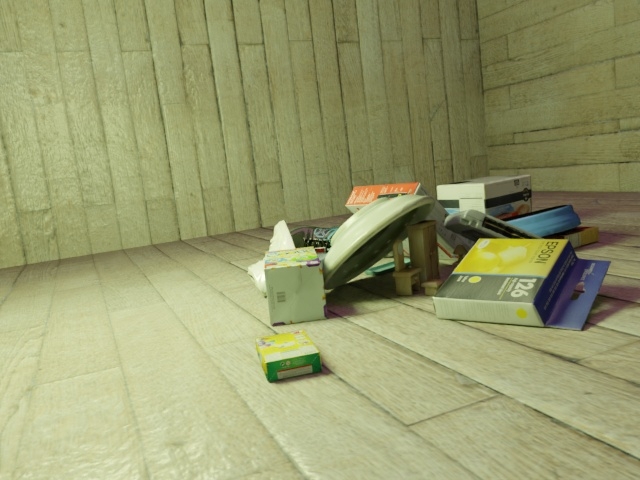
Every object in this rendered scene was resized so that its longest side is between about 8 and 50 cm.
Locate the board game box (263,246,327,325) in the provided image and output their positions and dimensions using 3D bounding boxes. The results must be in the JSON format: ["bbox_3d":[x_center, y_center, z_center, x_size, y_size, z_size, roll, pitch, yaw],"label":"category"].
[{"bbox_3d":[-0.069,0.110,1.491,0.142,0.144,0.275,-7,9,-4],"label":"board game box"}]

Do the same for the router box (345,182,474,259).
[{"bbox_3d":[0.297,-0.059,1.898,0.335,0.082,0.301,39,-21,-33],"label":"router box"}]

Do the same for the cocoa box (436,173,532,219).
[{"bbox_3d":[0.676,-0.135,2.325,0.347,0.228,0.231,-13,11,-39],"label":"cocoa box"}]

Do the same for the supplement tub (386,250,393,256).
[{"bbox_3d":[0.194,0.003,2.139,0.190,0.117,0.117,1,11,42],"label":"supplement tub"}]

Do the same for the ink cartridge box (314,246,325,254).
[{"bbox_3d":[-0.075,0.059,2.093,0.189,0.066,0.232,-6,4,2],"label":"ink cartridge box"}]

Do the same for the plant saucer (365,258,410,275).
[{"bbox_3d":[0.228,0.088,1.868,0.192,0.018,0.067,-15,11,-42],"label":"plant saucer"}]

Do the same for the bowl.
[{"bbox_3d":[0.683,-0.045,1.963,0.391,0.077,0.391,-14,-1,0],"label":"bowl"}]

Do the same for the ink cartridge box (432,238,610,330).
[{"bbox_3d":[0.453,0.084,1.277,0.307,0.072,0.303,-3,23,38],"label":"ink cartridge box"}]

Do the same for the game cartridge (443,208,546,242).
[{"bbox_3d":[0.519,-0.012,1.665,0.294,0.060,0.196,22,-9,-5],"label":"game cartridge"}]

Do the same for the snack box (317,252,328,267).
[{"bbox_3d":[-0.056,0.092,1.885,0.174,0.070,0.207,-4,7,27],"label":"snack box"}]

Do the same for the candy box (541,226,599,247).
[{"bbox_3d":[0.836,-0.009,1.923,0.186,0.053,0.109,-10,7,-30],"label":"candy box"}]

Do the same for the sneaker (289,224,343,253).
[{"bbox_3d":[0.000,0.000,2.308,0.340,0.125,0.139,-11,14,-17],"label":"sneaker"}]

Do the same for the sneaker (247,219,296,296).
[{"bbox_3d":[-0.154,0.053,1.762,0.169,0.108,0.292,-21,36,1],"label":"sneaker"}]

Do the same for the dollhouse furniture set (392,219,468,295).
[{"bbox_3d":[0.414,0.034,1.529,0.355,0.174,0.303,-1,10,35],"label":"dollhouse furniture set"}]

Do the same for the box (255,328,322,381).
[{"bbox_3d":[-0.068,0.216,1.103,0.105,0.043,0.179,-9,10,-11],"label":"box"}]

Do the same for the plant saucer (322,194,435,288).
[{"bbox_3d":[0.141,-0.018,1.612,0.400,0.100,0.400,-34,-14,-10],"label":"plant saucer"}]
